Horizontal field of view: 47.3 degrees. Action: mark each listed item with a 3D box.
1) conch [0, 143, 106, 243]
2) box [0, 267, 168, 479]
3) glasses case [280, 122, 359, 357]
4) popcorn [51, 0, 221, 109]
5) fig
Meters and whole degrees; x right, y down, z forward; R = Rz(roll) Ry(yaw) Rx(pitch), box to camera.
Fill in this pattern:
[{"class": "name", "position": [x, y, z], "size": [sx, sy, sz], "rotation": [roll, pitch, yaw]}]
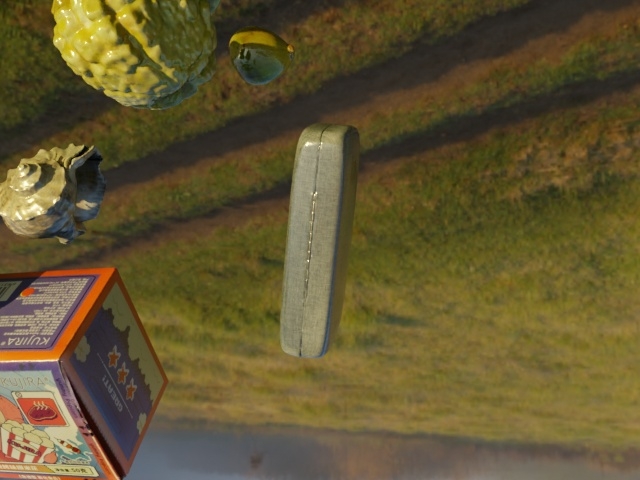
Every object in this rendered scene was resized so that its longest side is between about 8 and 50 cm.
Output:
[{"class": "conch", "position": [-0.355, -0.059, 1.009], "size": [0.155, 0.130, 0.207], "rotation": [-35, 154, -7]}, {"class": "box", "position": [-0.523, 0.252, 1.359], "size": [0.349, 0.256, 0.318], "rotation": [-2, 125, 14]}, {"class": "glasses case", "position": [0.000, 0.000, 1.015], "size": [0.074, 0.323, 0.131], "rotation": [8, -166, 10]}, {"class": "popcorn", "position": [-0.265, -0.316, 1.129], "size": [0.174, 0.225, 0.286], "rotation": [-2, -169, 40]}, {"class": "fig", "position": [-0.142, -0.429, 1.691], "size": [0.153, 0.135, 0.121], "rotation": [-22, -166, -38]}]
